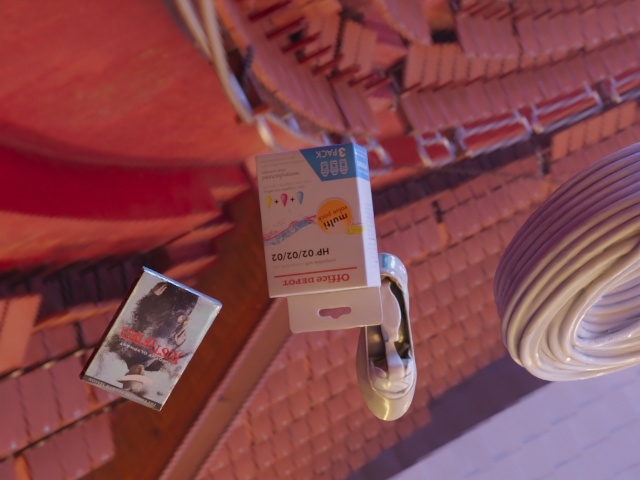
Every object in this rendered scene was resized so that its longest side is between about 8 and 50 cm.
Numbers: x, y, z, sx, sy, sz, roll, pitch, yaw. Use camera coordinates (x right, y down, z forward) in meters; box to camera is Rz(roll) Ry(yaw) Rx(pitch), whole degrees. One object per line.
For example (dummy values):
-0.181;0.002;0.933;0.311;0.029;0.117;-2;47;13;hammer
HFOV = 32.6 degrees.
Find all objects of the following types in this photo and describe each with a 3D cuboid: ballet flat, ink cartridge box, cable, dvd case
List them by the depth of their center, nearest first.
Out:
0.265;0.022;0.919;0.257;0.089;0.257;-35;146;21;cable
-0.156;0.092;1.008;0.119;0.087;0.013;-58;-151;7;dvd case
0.000;0.000;1.097;0.104;0.181;0.061;-7;176;14;ink cartridge box
0.091;0.142;1.485;0.086;0.248;0.086;-6;-165;2;ballet flat
